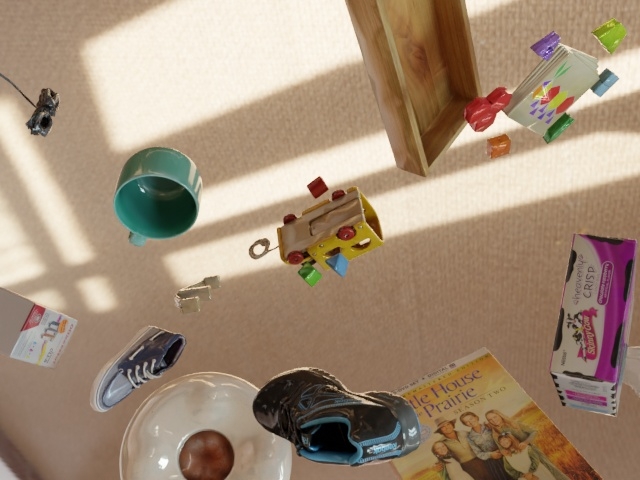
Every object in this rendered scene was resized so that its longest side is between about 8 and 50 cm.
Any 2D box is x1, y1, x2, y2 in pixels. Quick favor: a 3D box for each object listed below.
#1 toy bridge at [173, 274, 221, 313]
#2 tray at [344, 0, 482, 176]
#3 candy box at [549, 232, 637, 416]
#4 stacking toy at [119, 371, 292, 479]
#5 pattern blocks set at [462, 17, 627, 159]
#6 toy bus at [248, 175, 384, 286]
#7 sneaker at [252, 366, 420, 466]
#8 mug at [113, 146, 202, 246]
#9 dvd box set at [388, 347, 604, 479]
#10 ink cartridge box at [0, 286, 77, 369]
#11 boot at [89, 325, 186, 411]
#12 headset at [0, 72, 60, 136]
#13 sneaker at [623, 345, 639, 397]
[{"bbox_3d":[-0.226,0.097,1.471,0.063,0.188,0.026,-9,99,6],"label":"toy bridge"},{"bbox_3d":[0.161,-0.318,1.357,0.076,0.203,0.411,23,154,33],"label":"tray"},{"bbox_3d":[0.320,0.105,0.956,0.071,0.159,0.233,8,163,23],"label":"candy box"},{"bbox_3d":[-0.246,0.501,1.866,0.350,0.351,0.480,16,163,1],"label":"stacking toy"},{"bbox_3d":[0.370,-0.242,1.325,0.285,0.026,0.325,-42,155,14],"label":"pattern blocks set"},{"bbox_3d":[0.011,-0.001,1.425,0.202,0.191,0.104,19,160,44],"label":"toy bus"},{"bbox_3d":[-0.009,0.284,1.326,0.341,0.139,0.125,-2,96,45],"label":"sneaker"},{"bbox_3d":[-0.260,-0.075,1.279,0.157,0.097,0.129,-22,129,19],"label":"mug"},{"bbox_3d":[0.292,0.400,1.570,0.307,0.420,0.062,-24,123,-7],"label":"dvd box set"},{"bbox_3d":[-0.657,0.196,1.832,0.127,0.128,0.176,19,169,20],"label":"ink cartridge box"},{"bbox_3d":[-0.320,0.226,1.450,0.086,0.190,0.069,5,136,33],"label":"boot"},{"bbox_3d":[-0.613,-0.247,1.286,0.394,0.185,0.243,9,127,-15],"label":"headset"},{"bbox_3d":[0.473,0.201,1.205,0.080,0.094,0.212,-3,170,-12],"label":"sneaker"}]
